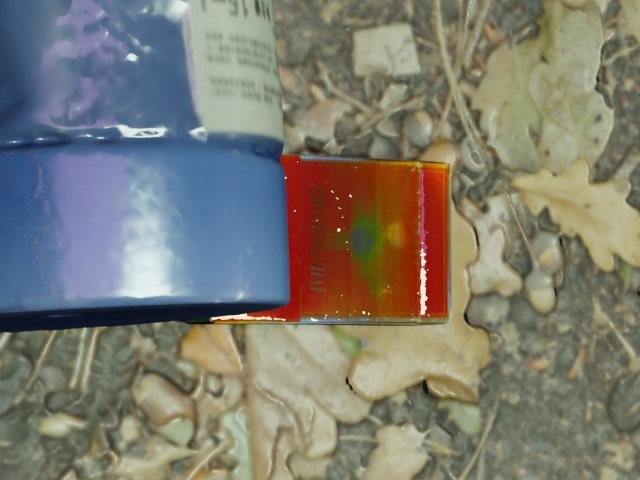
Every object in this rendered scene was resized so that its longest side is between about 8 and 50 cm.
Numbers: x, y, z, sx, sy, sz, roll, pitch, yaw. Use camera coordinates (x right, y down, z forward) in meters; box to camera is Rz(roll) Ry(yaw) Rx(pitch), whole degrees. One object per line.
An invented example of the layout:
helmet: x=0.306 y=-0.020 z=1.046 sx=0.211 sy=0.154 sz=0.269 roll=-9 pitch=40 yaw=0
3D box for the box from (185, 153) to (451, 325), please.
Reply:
box: x=0.000 y=0.000 z=1.088 sx=0.175 sy=0.048 sz=0.112 roll=3 pitch=85 yaw=-25

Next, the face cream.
face cream: x=-0.144 y=-0.065 z=0.917 sx=0.249 sy=0.249 sz=0.225 roll=-1 pitch=83 yaw=-25
